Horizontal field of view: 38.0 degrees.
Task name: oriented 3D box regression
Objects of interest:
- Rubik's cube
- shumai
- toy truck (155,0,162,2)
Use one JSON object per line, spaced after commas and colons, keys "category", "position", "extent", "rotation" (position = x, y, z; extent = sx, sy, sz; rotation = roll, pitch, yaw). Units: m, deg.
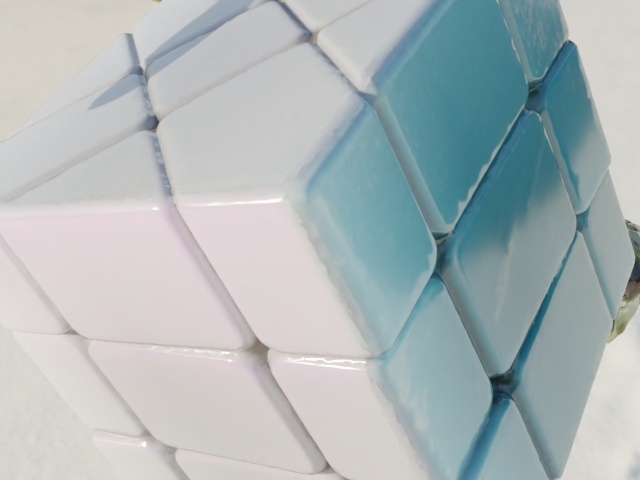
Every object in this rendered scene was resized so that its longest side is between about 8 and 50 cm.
{"category": "Rubik's cube", "position": [0.000, 0.000, 0.649], "extent": [0.319, 0.316, 0.322], "rotation": [-2, 38, 37]}
{"category": "shumai", "position": [0.355, 0.025, 1.124], "extent": [0.184, 0.184, 0.142], "rotation": [-24, 1, -23]}
{"category": "toy truck", "position": [-0.087, -0.345, 0.922], "extent": [0.136, 0.111, 0.286], "rotation": [3, -32, -46]}
